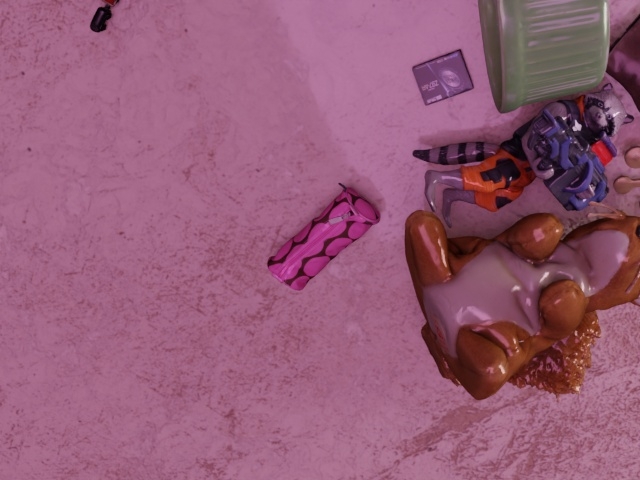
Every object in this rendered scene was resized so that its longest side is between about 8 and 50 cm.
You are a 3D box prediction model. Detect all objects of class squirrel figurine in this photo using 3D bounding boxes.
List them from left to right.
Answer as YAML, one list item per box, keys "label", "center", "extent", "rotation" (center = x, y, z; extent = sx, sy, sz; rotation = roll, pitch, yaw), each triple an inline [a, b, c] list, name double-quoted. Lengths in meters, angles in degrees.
- label: "squirrel figurine"
  center: [0.353, 0.088, 1.595]
  extent: [0.370, 0.397, 0.281]
  rotation: [-22, 62, -8]

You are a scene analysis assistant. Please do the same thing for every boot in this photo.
- label: "boot"
  center: [0.565, -0.279, 1.495]
  extent: [0.207, 0.090, 0.248]
  rotation: [44, 96, -5]

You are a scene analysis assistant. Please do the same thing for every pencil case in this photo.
- label: "pencil case"
  center: [0.000, 0.000, 1.712]
  extent: [0.095, 0.098, 0.209]
  rotation: [44, 111, -5]

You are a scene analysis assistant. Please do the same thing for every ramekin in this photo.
- label: "ramekin"
  center: [0.311, -0.342, 1.436]
  extent: [0.148, 0.303, 0.304]
  rotation: [-7, 107, 6]

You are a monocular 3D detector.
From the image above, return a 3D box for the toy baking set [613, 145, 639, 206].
- label: "toy baking set"
  center: [0.584, -0.081, 1.604]
  extent: [0.196, 0.030, 0.256]
  rotation: [-27, 106, 19]

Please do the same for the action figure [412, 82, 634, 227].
- label: "action figure"
  center: [0.309, -0.146, 1.537]
  extent: [0.330, 0.341, 0.179]
  rotation: [-25, 64, 11]

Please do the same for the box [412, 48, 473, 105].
- label: "box"
  center: [0.198, -0.263, 1.627]
  extent: [0.083, 0.018, 0.067]
  rotation: [-17, 104, 16]

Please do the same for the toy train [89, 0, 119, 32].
- label: "toy train"
  center: [-0.345, -0.416, 1.673]
  extent: [0.027, 0.036, 0.158]
  rotation: [31, 111, 0]
